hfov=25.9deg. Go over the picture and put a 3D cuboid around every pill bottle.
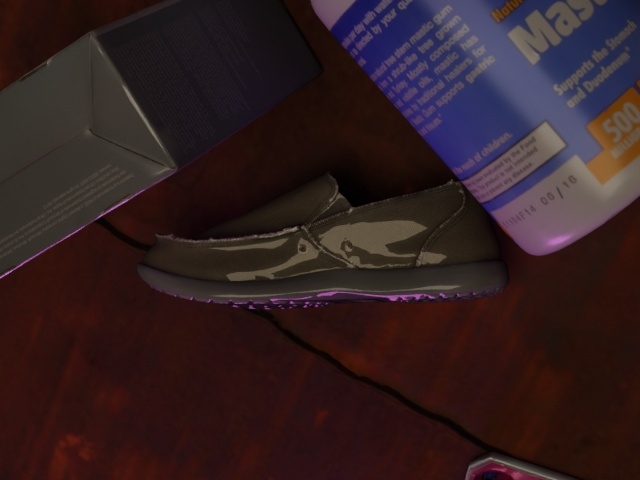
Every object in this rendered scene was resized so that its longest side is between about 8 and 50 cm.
[{"bbox_3d":[0.091,-0.137,0.797,0.152,0.152,0.272,-40,93,28],"label":"pill bottle"}]

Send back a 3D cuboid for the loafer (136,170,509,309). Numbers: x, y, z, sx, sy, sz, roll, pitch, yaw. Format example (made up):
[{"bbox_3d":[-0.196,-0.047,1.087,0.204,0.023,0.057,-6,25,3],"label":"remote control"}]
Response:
[{"bbox_3d":[0.000,0.000,0.931,0.251,0.094,0.087,-2,85,12],"label":"loafer"}]

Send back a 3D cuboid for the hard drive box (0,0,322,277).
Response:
[{"bbox_3d":[-0.127,-0.073,0.859,0.181,0.232,0.089,-28,98,26],"label":"hard drive box"}]

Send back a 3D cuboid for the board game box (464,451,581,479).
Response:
[{"bbox_3d":[0.249,0.381,0.993,0.390,0.050,0.390,17,115,14],"label":"board game box"}]
